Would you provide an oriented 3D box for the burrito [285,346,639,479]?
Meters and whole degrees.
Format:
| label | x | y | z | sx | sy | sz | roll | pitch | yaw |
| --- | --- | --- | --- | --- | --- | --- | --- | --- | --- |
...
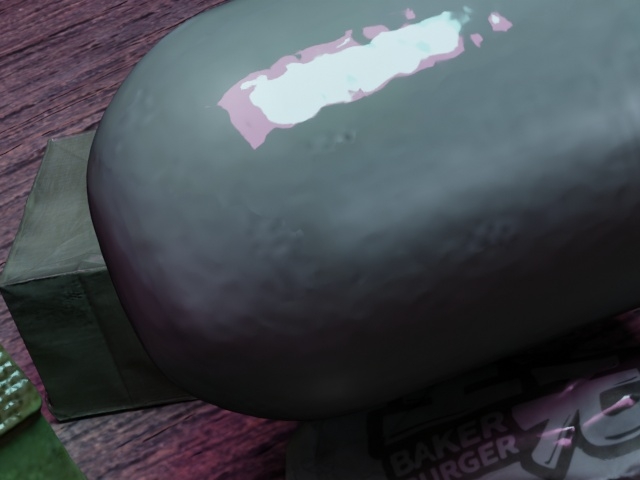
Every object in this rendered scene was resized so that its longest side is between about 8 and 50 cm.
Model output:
| label | x | y | z | sx | sy | sz | roll | pitch | yaw |
| --- | --- | --- | --- | --- | --- | --- | --- | --- | --- |
| burrito | 0.192 | 0.130 | 1.220 | 0.445 | 0.101 | 0.139 | -8 | 24 | 21 |

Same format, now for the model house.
| label | x | y | z | sx | sy | sz | roll | pitch | yaw |
| --- | --- | --- | --- | --- | --- | --- | --- | --- | --- |
| model house | -0.312 | 0.153 | 1.356 | 0.195 | 0.189 | 0.214 | -31 | 36 | -22 |

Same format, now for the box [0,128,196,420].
| label | x | y | z | sx | sy | sz | roll | pitch | yaw |
| --- | --- | --- | --- | --- | --- | --- | --- | --- | --- |
| box | -0.170 | 0.018 | 1.511 | 0.155 | 0.149 | 0.231 | -10 | 34 | 12 |

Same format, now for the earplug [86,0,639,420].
| label | x | y | z | sx | sy | sz | roll | pitch | yaw |
| --- | --- | --- | --- | --- | --- | --- | --- | --- | --- |
| earplug | 0.039 | -0.049 | 1.201 | 0.394 | 0.312 | 0.312 | -20 | 33 | -11 |
